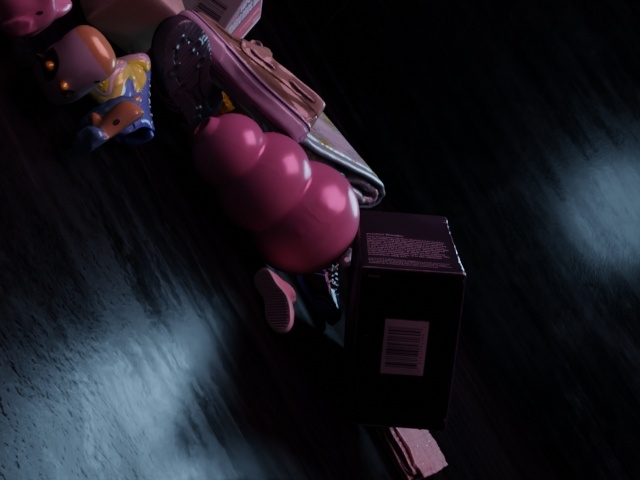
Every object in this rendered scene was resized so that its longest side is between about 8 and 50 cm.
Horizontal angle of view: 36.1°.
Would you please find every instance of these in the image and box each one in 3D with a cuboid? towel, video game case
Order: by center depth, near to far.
[{"bbox_3d":[0.165,0.367,1.884,0.187,0.049,0.282,61,12,14],"label":"towel"},{"bbox_3d":[-0.043,-0.238,2.027,0.374,0.090,0.320,30,23,-53],"label":"towel"},{"bbox_3d":[-0.183,-0.595,2.339,0.025,0.285,0.204,24,51,10],"label":"video game case"}]

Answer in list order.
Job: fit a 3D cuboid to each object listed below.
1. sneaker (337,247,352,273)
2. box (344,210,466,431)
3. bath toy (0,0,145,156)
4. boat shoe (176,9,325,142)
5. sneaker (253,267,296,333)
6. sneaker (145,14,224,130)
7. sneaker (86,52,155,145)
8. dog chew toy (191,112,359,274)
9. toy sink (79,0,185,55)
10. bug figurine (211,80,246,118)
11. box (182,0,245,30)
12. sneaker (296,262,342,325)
[{"bbox_3d":[0.000,0.000,2.109,0.132,0.086,0.228,51,3,-11],"label":"sneaker"},{"bbox_3d":[0.137,0.133,1.742,0.294,0.183,0.296,-86,180,-70],"label":"box"},{"bbox_3d":[-0.358,-0.271,1.203,0.348,0.151,0.129,55,47,-11],"label":"bath toy"},{"bbox_3d":[-0.123,-0.296,1.701,0.302,0.094,0.109,43,-15,-15],"label":"boat shoe"},{"bbox_3d":[-0.061,0.106,1.611,0.070,0.051,0.134,39,17,-45],"label":"sneaker"},{"bbox_3d":[-0.252,-0.290,1.624,0.131,0.112,0.319,39,-15,12],"label":"sneaker"},{"bbox_3d":[-0.290,-0.204,1.446,0.240,0.091,0.126,-77,152,-75],"label":"sneaker"},{"bbox_3d":[-0.086,-0.089,1.686,0.332,0.207,0.206,43,17,-28],"label":"dog chew toy"},{"bbox_3d":[-0.347,-0.460,1.709,0.153,0.131,0.234,36,30,-62],"label":"toy sink"},{"bbox_3d":[-0.174,-0.246,2.009,0.279,0.072,0.216,42,13,-39],"label":"bug figurine"},{"bbox_3d":[-0.250,-0.465,1.887,0.182,0.181,0.119,33,16,-11],"label":"box"},{"bbox_3d":[0.000,0.052,1.914,0.232,0.090,0.081,63,12,25],"label":"sneaker"}]
